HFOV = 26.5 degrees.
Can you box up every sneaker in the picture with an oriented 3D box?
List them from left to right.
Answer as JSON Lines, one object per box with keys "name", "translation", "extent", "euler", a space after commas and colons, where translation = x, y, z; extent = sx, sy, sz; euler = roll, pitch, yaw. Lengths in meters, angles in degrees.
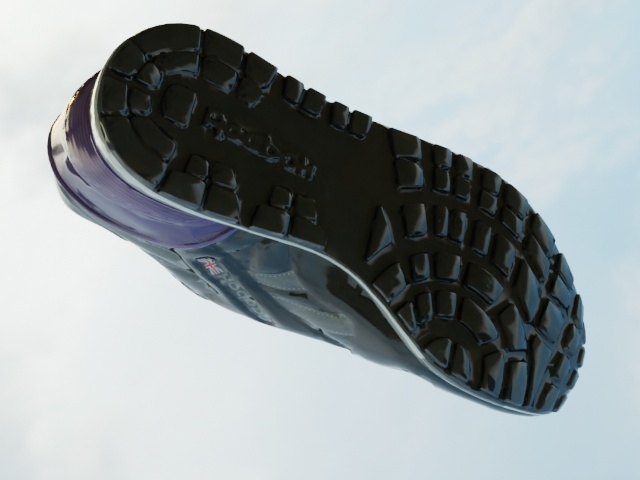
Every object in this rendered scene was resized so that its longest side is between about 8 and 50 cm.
{"name": "sneaker", "translation": [0.000, 0.000, 0.671], "extent": [0.124, 0.283, 0.107], "euler": [-27, -145, 57]}
